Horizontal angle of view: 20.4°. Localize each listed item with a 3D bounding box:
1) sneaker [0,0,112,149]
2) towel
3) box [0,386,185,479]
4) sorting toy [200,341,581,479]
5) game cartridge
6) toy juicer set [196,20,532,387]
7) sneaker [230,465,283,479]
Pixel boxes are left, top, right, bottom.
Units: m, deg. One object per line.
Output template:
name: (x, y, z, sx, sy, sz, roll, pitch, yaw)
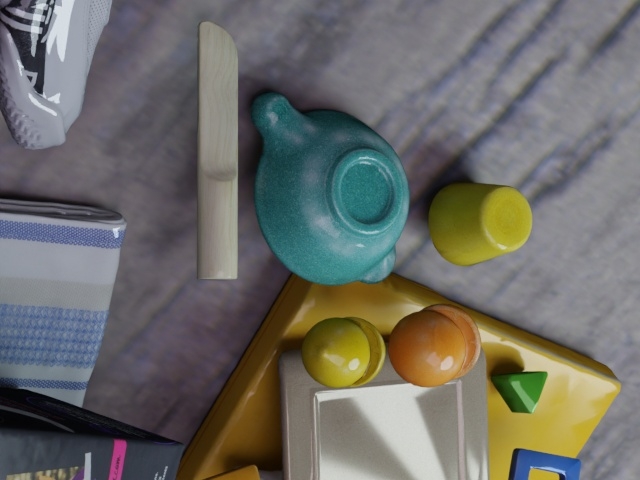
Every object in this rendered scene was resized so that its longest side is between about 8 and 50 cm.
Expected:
sneaker: (-0.113, -0.232, 1.166, 0.210, 0.137, 0.365, -1, 113, -18)
towel: (-0.272, 0.092, 1.339, 0.209, 0.034, 0.285, 5, 116, -26)
box: (-0.239, 0.176, 1.197, 0.270, 0.165, 0.143, 20, 86, -61)
sorting toy: (0.047, 0.179, 1.418, 0.348, 0.047, 0.196, -3, 88, -25)
game cartridge: (0.057, 0.176, 1.511, 0.324, 0.052, 0.285, 24, 105, -28)
toy juicer set: (0.000, 0.000, 1.342, 0.329, 0.089, 0.209, 26, 73, -29)
sneaker: (-0.005, 0.201, 1.447, 0.152, 0.054, 0.061, 19, 85, -23)
